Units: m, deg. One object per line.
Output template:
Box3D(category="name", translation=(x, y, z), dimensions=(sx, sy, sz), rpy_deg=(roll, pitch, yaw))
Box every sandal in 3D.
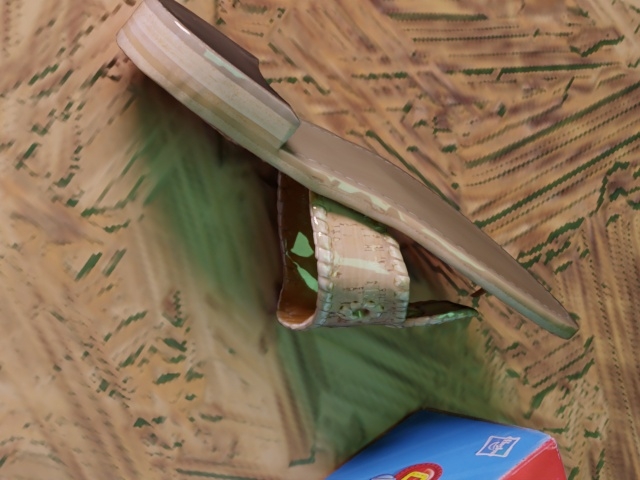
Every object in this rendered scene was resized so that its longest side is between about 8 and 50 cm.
Box3D(category="sandal", translation=(-0.002, -0.003, 0.615), dimensions=(0.240, 0.088, 0.079), rpy_deg=(35, 102, -29))

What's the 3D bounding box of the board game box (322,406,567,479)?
Box3D(category="board game box", translation=(0.011, 0.277, 0.620), dimensions=(0.308, 0.086, 0.302), rpy_deg=(-31, 112, -35))
